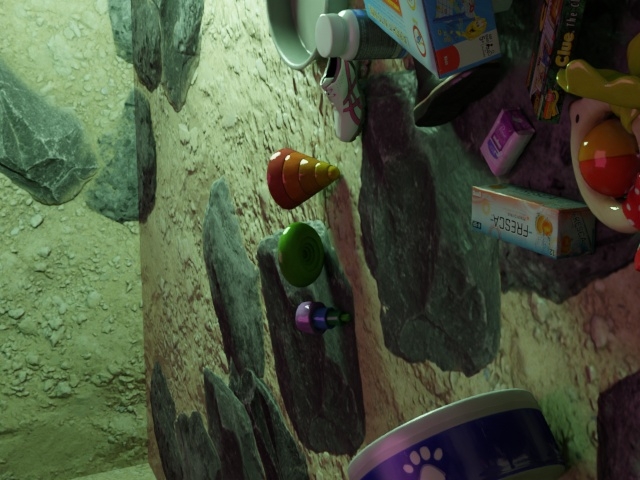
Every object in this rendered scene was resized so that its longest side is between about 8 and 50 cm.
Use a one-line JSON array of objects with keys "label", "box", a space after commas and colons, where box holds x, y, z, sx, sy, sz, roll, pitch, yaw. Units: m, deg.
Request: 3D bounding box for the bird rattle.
[{"label": "bird rattle", "box": [0.335, -0.083, 0.965, 0.207, 0.143, 0.253, -179, 69, -78]}]

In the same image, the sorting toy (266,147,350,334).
[{"label": "sorting toy", "box": [0.000, 0.000, 1.757, 0.126, 0.127, 0.365, -5, 96, 37]}]

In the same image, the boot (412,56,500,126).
[{"label": "boot", "box": [0.173, -0.254, 1.292, 0.198, 0.077, 0.137, 149, 117, -63]}]

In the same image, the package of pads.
[{"label": "package of pads", "box": [0.243, -0.129, 1.212, 0.050, 0.032, 0.083, 65, 151, 30]}]

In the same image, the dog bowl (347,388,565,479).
[{"label": "dog bowl", "box": [0.175, 0.297, 1.196, 0.104, 0.265, 0.265, 67, 152, 27]}]

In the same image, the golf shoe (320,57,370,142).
[{"label": "golf shoe", "box": [0.033, -0.257, 1.587, 0.067, 0.086, 0.186, -140, 47, -56]}]

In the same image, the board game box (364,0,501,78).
[{"label": "board game box", "box": [0.109, -0.401, 1.190, 0.308, 0.086, 0.301, -118, 8, -58]}]

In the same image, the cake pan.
[{"label": "cake pan", "box": [-0.027, -0.462, 1.705, 0.293, 0.054, 0.293, 173, 90, -66]}]

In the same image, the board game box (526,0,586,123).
[{"label": "board game box", "box": [0.273, -0.275, 1.035, 0.136, 0.030, 0.259, -73, -10, -63]}]

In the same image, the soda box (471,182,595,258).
[{"label": "soda box", "box": [0.263, -0.027, 1.162, 0.183, 0.058, 0.062, -152, 58, -63]}]

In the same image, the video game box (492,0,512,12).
[{"label": "video game box", "box": [0.206, -0.412, 1.133, 0.205, 0.048, 0.187, 97, 161, -69]}]

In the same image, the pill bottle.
[{"label": "pill bottle", "box": [0.066, -0.317, 1.428, 0.078, 0.137, 0.078, 173, 90, -66]}]
